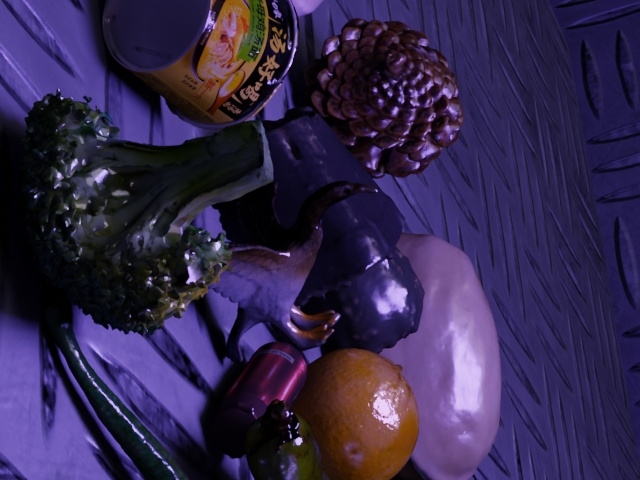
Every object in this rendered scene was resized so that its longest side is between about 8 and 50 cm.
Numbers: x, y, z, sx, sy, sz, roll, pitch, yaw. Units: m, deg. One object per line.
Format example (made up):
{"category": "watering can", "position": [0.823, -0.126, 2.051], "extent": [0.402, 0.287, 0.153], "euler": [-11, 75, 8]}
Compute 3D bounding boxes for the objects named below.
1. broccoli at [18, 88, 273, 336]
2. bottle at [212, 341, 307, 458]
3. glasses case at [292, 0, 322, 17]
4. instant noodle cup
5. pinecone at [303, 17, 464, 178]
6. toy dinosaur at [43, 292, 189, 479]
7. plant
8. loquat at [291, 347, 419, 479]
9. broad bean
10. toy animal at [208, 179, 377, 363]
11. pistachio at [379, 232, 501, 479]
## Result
{"category": "broccoli", "position": [-0.121, -0.031, 1.441], "extent": [0.219, 0.194, 0.194], "euler": [-101, 165, -46]}
{"category": "bottle", "position": [-0.056, 0.143, 1.743], "extent": [0.164, 0.060, 0.060], "euler": [-52, 125, -70]}
{"category": "glasses case", "position": [-0.024, -0.339, 2.266], "extent": [0.297, 0.075, 0.113], "euler": [-69, 139, -66]}
{"category": "instant noodle cup", "position": [-0.113, -0.186, 1.730], "extent": [0.122, 0.151, 0.151], "euler": [27, 49, -55]}
{"category": "pinecone", "position": [0.077, -0.158, 2.265], "extent": [0.212, 0.169, 0.185], "euler": [26, 48, -69]}
{"category": "toy dinosaur", "position": [-0.082, 0.270, 1.482], "extent": [0.301, 0.087, 0.447], "euler": [40, 31, -64]}
{"category": "plant", "position": [0.000, 0.000, 1.921], "extent": [0.256, 0.142, 0.164], "euler": [60, 18, -7]}
{"category": "loquat", "position": [0.030, 0.170, 1.868], "extent": [0.141, 0.141, 0.141], "euler": [-16, 90, -74]}
{"category": "broad bean", "position": [-0.021, 0.213, 1.684], "extent": [0.339, 0.061, 0.077], "euler": [74, 10, -54]}
{"category": "toy animal", "position": [-0.031, 0.014, 1.739], "extent": [0.272, 0.197, 0.160], "euler": [-79, 152, -66]}
{"category": "pistachio", "position": [0.098, 0.124, 2.095], "extent": [0.197, 0.166, 0.288], "euler": [17, 60, -43]}
